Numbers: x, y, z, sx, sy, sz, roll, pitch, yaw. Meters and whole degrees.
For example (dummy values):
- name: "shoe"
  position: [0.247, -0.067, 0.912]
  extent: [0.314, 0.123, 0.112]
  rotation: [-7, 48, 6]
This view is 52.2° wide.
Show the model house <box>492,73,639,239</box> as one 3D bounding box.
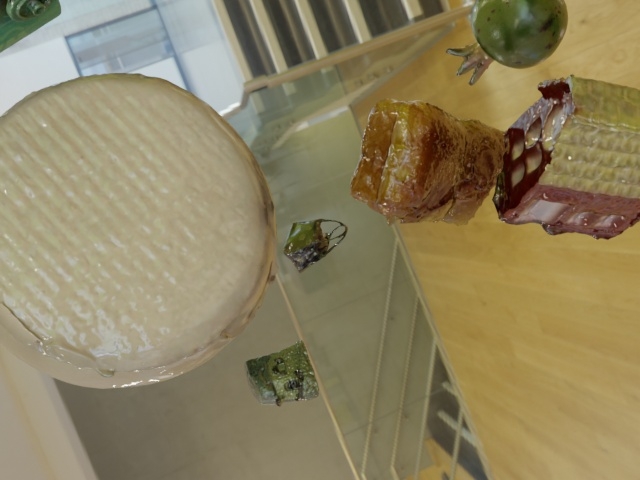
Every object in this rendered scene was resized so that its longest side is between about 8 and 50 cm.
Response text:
- name: "model house"
  position: [0.371, -0.125, 0.871]
  extent: [0.254, 0.195, 0.160]
  rotation: [112, 168, -67]

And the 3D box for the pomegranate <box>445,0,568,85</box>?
- name: "pomegranate"
  position: [0.345, -0.391, 1.225]
  extent: [0.224, 0.181, 0.182]
  rotation: [-38, 71, 41]

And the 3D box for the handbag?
- name: "handbag"
  position: [0.000, 0.000, 1.425]
  extent: [0.072, 0.139, 0.115]
  rotation: [58, -151, -27]

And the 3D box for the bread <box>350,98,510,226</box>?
- name: "bread"
  position: [0.200, -0.111, 1.055]
  extent: [0.109, 0.380, 0.185]
  rotation: [17, 100, 37]

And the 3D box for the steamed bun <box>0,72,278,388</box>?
- name: "steamed bun"
  position: [-0.243, -0.008, 0.809]
  extent: [0.375, 0.374, 0.241]
  rotation: [67, 160, 3]

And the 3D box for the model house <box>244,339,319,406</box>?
- name: "model house"
  position: [-0.052, 0.181, 0.856]
  extent: [0.066, 0.083, 0.079]
  rotation: [100, 154, -58]

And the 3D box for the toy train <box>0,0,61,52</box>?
- name: "toy train"
  position: [-0.383, -0.232, 0.700]
  extent: [0.101, 0.248, 0.159]
  rotation: [50, 162, -5]
